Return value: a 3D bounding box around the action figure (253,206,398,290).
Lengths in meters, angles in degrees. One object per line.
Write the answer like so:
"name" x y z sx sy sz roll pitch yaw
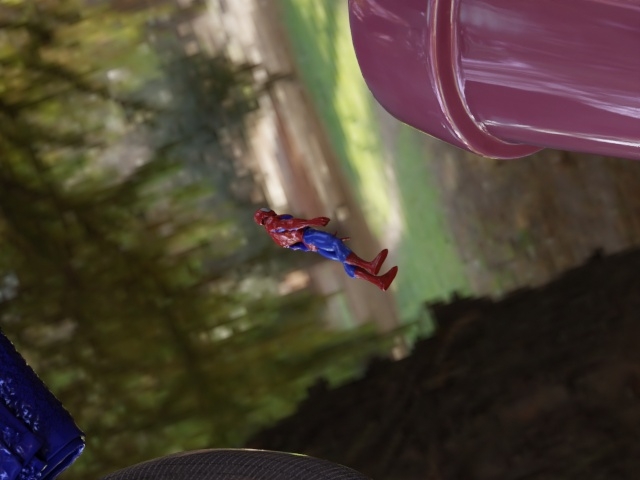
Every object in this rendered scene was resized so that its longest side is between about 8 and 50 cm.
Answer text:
"action figure" 0.000 0.000 1.119 0.115 0.030 0.038 20 164 31

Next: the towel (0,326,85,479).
"towel" -0.331 0.095 1.087 0.308 0.227 0.076 48 -177 15

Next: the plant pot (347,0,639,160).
"plant pot" 0.142 -0.117 0.727 0.180 0.201 0.201 25 150 34

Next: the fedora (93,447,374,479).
"fedora" -0.068 0.250 0.942 0.124 0.275 0.243 97 158 -52
